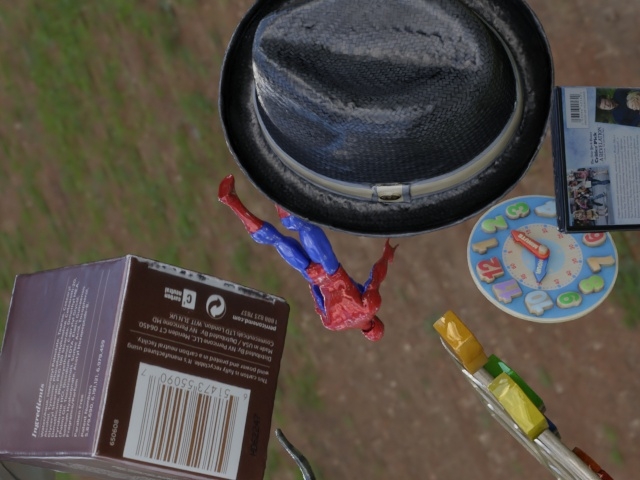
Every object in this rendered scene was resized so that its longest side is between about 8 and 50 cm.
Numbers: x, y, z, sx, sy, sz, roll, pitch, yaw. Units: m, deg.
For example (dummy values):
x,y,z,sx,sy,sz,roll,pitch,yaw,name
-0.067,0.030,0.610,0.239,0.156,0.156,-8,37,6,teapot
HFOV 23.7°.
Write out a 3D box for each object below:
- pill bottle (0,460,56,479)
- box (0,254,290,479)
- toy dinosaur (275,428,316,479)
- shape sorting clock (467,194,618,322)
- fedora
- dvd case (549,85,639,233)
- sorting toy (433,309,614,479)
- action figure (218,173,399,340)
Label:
x,y,z,sx,sy,sz,roll,pitch,yaw,name
-0.489,0.273,1.524,0.229,0.407,0.229,62,-174,-11,pill bottle
-0.160,0.118,1.309,0.203,0.168,0.167,-9,69,51,box
-0.003,0.348,1.729,0.118,0.064,0.268,81,175,-75,toy dinosaur
0.303,0.021,2.081,0.206,0.206,0.040,58,166,30,shape sorting clock
0.054,-0.163,1.454,0.334,0.334,0.152,62,-179,16,fedora
0.396,-0.101,1.908,0.022,0.253,0.180,-7,85,62,dvd case
0.185,0.155,1.270,0.229,0.041,0.307,49,178,26,sorting toy
0.000,0.000,1.817,0.280,0.091,0.139,53,-149,-26,action figure
